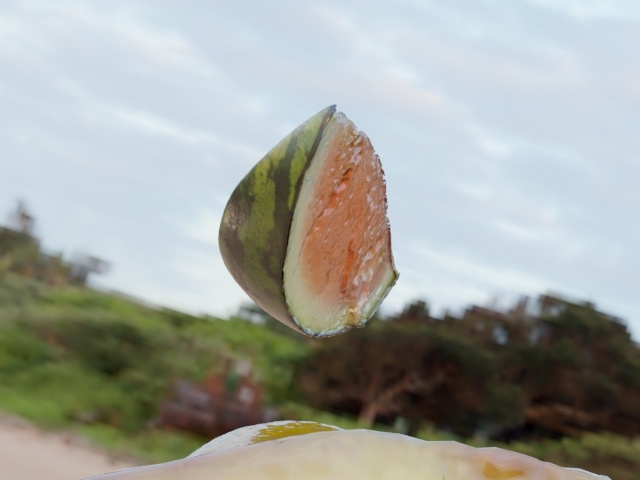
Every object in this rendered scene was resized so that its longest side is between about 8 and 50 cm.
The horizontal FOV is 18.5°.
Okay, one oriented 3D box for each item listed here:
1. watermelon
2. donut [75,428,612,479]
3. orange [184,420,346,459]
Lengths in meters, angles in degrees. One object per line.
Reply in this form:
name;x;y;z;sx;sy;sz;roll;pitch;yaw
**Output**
watermelon;-0.002;-0.005;1.280;0.063;0.119;0.245;42;-11;29
donut;-0.008;0.234;0.550;0.435;0.377;0.163;30;26;-30
orange;-0.019;0.222;1.163;0.236;0.236;0.236;18;-8;3
